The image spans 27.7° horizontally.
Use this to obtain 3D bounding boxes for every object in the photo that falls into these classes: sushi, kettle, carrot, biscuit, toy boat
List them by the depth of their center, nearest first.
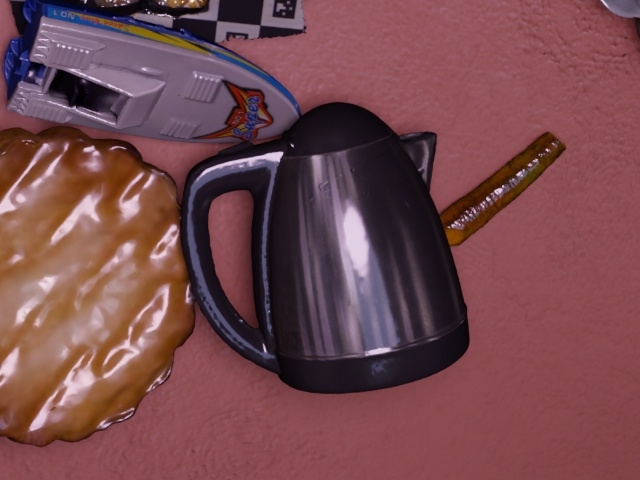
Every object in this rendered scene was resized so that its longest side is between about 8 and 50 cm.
[{"bbox_3d":[-0.165,-0.273,1.250,0.280,0.043,0.192,-9,125,0],"label":"sushi"},{"bbox_3d":[-0.150,-0.148,1.264,0.295,0.088,0.129,11,139,-25],"label":"toy boat"},{"bbox_3d":[-0.276,0.041,1.285,0.326,0.107,0.325,-6,105,-23],"label":"biscuit"},{"bbox_3d":[0.013,-0.005,1.320,0.251,0.207,0.271,-3,105,23],"label":"kettle"},{"bbox_3d":[0.195,-0.057,1.411,0.171,0.042,0.042,-41,111,1],"label":"carrot"}]

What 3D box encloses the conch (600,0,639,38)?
[{"bbox_3d":[0.385,-0.280,1.302,0.249,0.197,0.368,4,116,26],"label":"conch"}]
